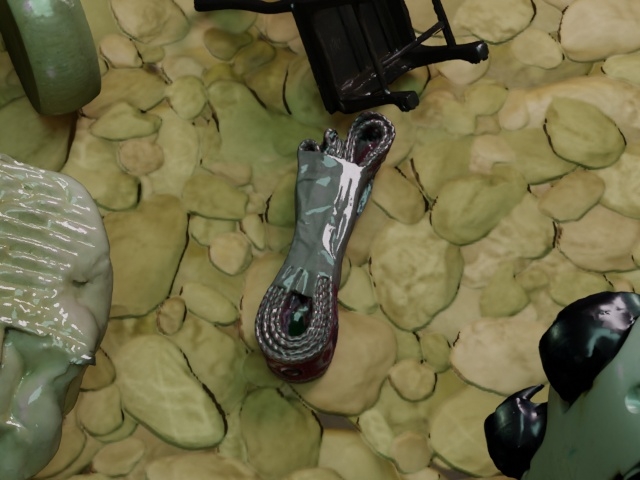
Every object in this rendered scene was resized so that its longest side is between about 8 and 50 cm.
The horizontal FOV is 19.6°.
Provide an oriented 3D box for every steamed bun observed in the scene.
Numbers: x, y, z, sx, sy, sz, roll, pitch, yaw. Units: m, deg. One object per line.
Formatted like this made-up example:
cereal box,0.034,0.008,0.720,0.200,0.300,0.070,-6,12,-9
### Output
steamed bun,-0.314,0.073,1.353,0.320,0.206,0.275,-12,69,-34

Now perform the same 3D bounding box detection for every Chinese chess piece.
Chinese chess piece,-0.225,-0.174,1.512,0.058,0.144,0.144,-21,63,-14

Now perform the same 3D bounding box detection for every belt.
belt,0.000,0.000,1.462,0.071,0.053,0.232,12,63,12

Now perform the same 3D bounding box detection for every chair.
chair,0.010,-0.176,1.534,0.106,0.113,0.229,-35,24,-35

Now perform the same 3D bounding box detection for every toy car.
toy car,0.235,0.155,1.269,0.190,0.255,0.189,-3,55,-18
